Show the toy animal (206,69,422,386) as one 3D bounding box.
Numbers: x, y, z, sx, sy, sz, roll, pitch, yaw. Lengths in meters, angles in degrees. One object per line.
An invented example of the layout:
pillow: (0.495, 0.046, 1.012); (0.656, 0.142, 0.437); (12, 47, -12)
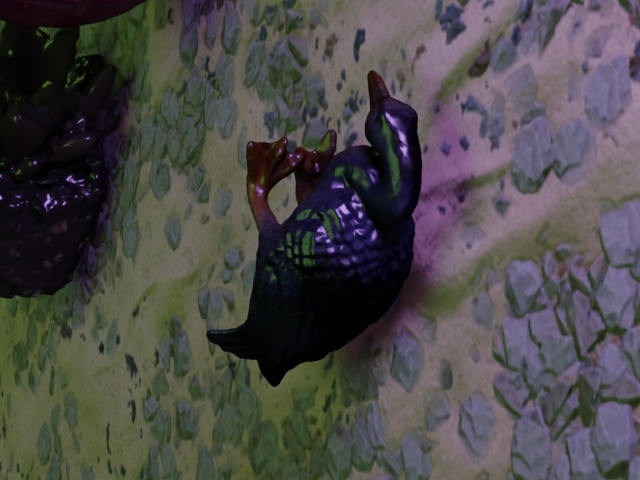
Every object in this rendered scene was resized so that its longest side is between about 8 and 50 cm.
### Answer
toy animal: (0.000, 0.000, 1.318); (0.185, 0.122, 0.298); (50, 123, 45)

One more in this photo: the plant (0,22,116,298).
plant: (-0.340, -0.098, 1.899); (0.181, 0.194, 0.321); (44, 131, 38)

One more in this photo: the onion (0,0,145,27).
onion: (-0.276, -0.390, 1.619); (0.345, 0.358, 0.358); (122, 147, -85)
